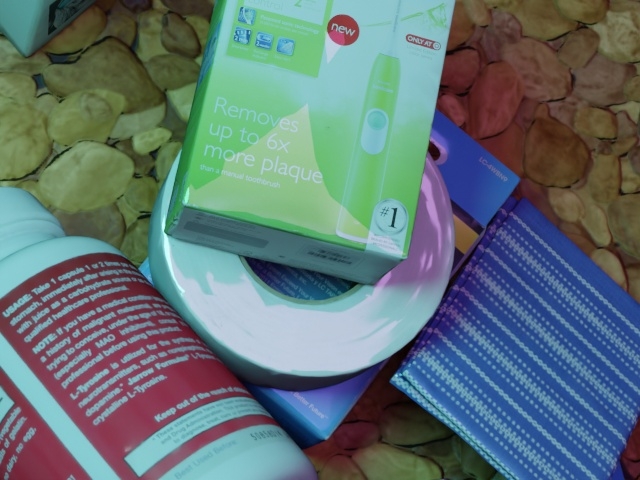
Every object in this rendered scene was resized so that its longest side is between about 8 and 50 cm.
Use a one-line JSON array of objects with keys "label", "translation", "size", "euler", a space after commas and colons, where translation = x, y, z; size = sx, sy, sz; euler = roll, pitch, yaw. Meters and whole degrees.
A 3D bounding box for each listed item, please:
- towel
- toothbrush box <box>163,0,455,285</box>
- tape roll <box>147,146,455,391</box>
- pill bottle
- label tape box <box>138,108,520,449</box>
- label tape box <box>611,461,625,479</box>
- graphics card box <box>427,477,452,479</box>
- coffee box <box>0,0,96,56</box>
[{"label": "towel", "translation": [0.221, 0.118, 1.821], "size": [0.243, 0.040, 0.336], "euler": [42, 42, -4]}, {"label": "toothbrush box", "translation": [-0.008, -0.125, 1.632], "size": [0.206, 0.122, 0.283], "euler": [15, 73, -10]}, {"label": "tape roll", "translation": [-0.019, -0.003, 1.716], "size": [0.286, 0.100, 0.286], "euler": [3, 76, -12]}, {"label": "pill bottle", "translation": [-0.209, 0.146, 1.628], "size": [0.229, 0.229, 0.407], "euler": [-36, 64, -18]}, {"label": "label tape box", "translation": [0.000, 0.000, 1.831], "size": [0.249, 0.115, 0.347], "euler": [39, 70, -2]}, {"label": "label tape box", "translation": [0.305, 0.384, 1.751], "size": [0.241, 0.106, 0.333], "euler": [-16, 92, -47]}, {"label": "graphics card box", "translation": [0.040, 0.426, 1.714], "size": [0.233, 0.094, 0.370], "euler": [-10, 78, 12]}, {"label": "coffee box", "translation": [-0.256, -0.449, 1.744], "size": [0.338, 0.334, 0.337], "euler": [-41, 90, -18]}]
